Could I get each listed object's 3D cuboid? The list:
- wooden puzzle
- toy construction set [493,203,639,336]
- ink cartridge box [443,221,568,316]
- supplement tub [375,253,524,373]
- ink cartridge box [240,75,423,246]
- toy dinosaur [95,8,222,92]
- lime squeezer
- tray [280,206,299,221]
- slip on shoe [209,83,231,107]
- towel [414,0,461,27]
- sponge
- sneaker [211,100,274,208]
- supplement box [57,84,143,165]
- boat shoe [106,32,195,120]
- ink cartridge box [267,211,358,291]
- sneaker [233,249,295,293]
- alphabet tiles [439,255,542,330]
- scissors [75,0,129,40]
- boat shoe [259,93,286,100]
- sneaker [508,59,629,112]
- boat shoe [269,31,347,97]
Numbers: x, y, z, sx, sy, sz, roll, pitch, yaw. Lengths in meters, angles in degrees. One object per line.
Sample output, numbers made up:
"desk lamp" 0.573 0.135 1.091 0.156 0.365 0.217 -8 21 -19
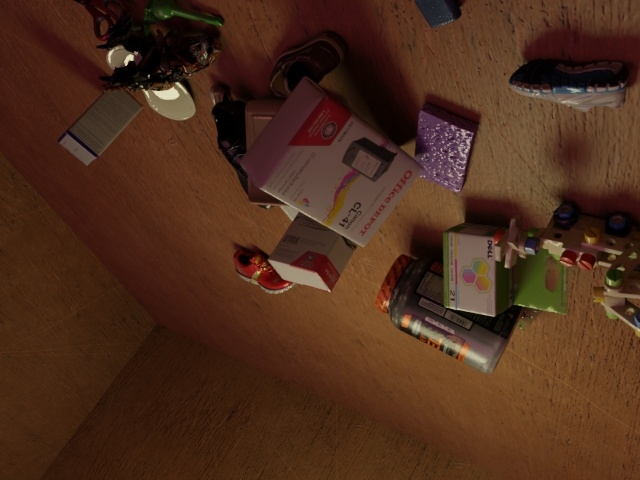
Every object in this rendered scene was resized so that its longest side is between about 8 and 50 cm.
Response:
"wooden puzzle" -0.060 -0.197 1.570 0.221 0.044 0.238 4 103 14
"toy construction set" 0.499 0.035 1.322 0.328 0.215 0.151 24 153 21
"ink cartridge box" 0.408 0.070 1.538 0.255 0.097 0.188 8 108 41
"supplement tub" 0.326 0.177 1.774 0.338 0.207 0.207 26 154 17
"ink cartridge box" 0.028 -0.154 1.421 0.306 0.226 0.131 29 -166 -36
"toy dinosaur" -0.383 -0.395 1.595 0.322 0.218 0.164 -37 70 25
"lime squeezer" -0.352 -0.512 1.578 0.310 0.058 0.110 5 175 45
"tray" -0.086 -0.115 1.978 0.145 0.030 0.270 2 141 47
"slip on shoe" -0.241 -0.334 1.749 0.041 0.051 0.135 24 146 26
"towel" 0.180 -0.408 1.132 0.067 0.029 0.119 2 140 49
"sponge" 0.254 -0.188 1.436 0.117 0.031 0.210 26 153 17
"sneaker" -0.186 -0.204 1.655 0.286 0.109 0.130 63 -161 6
"supplement box" -0.637 -0.339 2.010 0.114 0.220 0.111 42 154 -21
"boat shoe" -0.424 -0.419 1.759 0.109 0.091 0.305 -27 145 15
"ink cartridge box" 0.000 0.000 1.837 0.172 0.237 0.100 13 151 37
"sneaker" -0.202 0.101 2.426 0.279 0.107 0.118 13 139 33
"alphabet tiles" 0.437 0.122 1.800 0.285 0.011 0.342 29 155 11
"scissors" -0.561 -0.587 1.691 0.297 0.109 0.021 46 -167 30
"boat shoe" -0.038 -0.219 1.648 0.302 0.114 0.091 48 155 -1
"sneaker" 0.400 -0.241 1.125 0.191 0.071 0.083 15 155 35
"boat shoe" -0.050 -0.346 1.439 0.095 0.095 0.257 41 154 -15
